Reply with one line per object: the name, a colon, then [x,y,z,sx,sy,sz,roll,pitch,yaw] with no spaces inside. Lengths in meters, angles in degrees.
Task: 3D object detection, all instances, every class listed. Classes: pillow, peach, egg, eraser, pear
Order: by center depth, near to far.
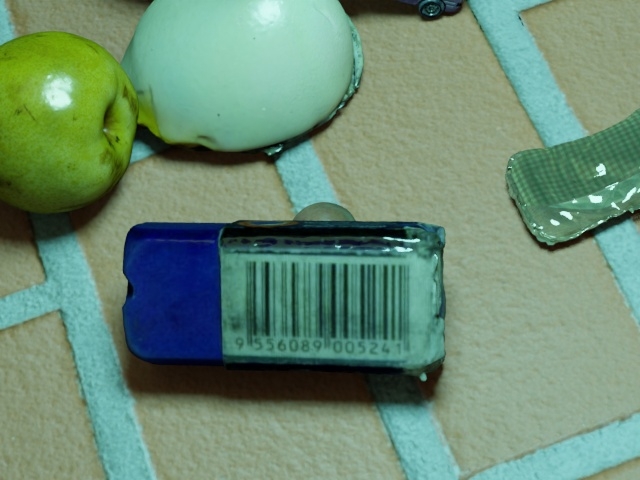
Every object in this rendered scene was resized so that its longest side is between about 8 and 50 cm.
eraser: [-0.033,0.058,1.734,0.332,0.101,0.155,1,97,12]
peach: [0.002,0.000,1.810,0.083,0.083,0.083,-5,55,7]
pillow: [0.310,-0.073,1.835,0.211,0.034,0.135,-21,56,-3]
pear: [-0.311,-0.133,1.889,0.209,0.209,0.209,-5,55,7]
egg: [-0.105,-0.241,1.941,0.286,0.174,0.264,4,53,17]

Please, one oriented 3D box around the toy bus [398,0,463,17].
toy bus: [0.092,-0.334,1.985,0.178,0.098,0.087,12,48,-16]
